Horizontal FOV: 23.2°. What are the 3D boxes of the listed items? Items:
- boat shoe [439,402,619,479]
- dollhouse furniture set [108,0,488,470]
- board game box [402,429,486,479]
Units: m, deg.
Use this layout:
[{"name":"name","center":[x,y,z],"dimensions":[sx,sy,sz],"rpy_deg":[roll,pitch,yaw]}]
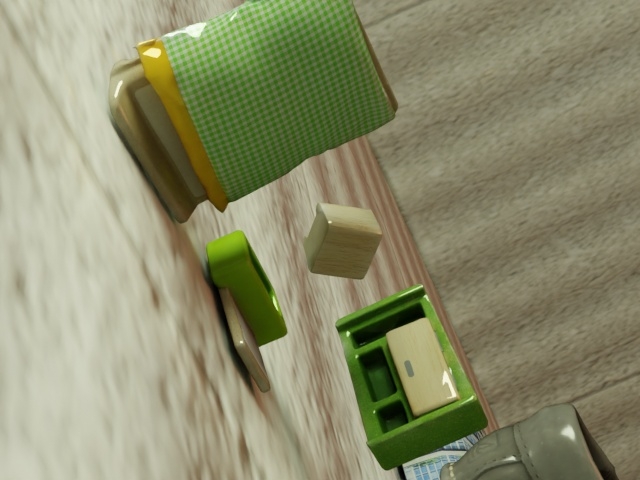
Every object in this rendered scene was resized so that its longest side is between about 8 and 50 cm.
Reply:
[{"name":"boat shoe","center":[0.179,0.207,0.695],"dimensions":[0.335,0.095,0.112],"rpy_deg":[44,11,-13]},{"name":"dollhouse furniture set","center":[0.000,0.000,0.466],"dimensions":[0.058,0.076,0.152],"rpy_deg":[-109,174,-50]},{"name":"board game box","center":[0.103,0.181,0.813],"dimensions":[0.194,0.060,0.194],"rpy_deg":[-108,172,-58]}]
